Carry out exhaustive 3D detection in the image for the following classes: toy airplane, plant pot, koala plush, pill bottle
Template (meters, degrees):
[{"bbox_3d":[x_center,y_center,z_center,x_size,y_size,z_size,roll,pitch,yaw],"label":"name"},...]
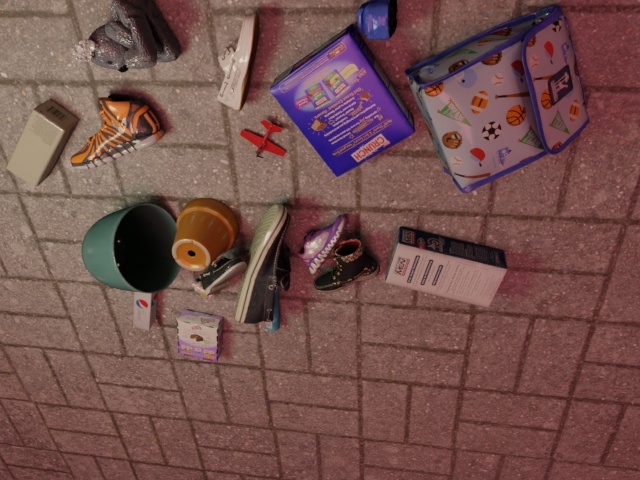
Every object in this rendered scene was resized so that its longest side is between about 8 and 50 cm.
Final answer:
[{"bbox_3d":[-0.163,-0.306,1.673,0.151,0.028,0.151,5,127,6],"label":"toy airplane"},{"bbox_3d":[-0.649,0.034,1.865,0.235,0.293,0.293,-5,125,31],"label":"plant pot"},{"bbox_3d":[-0.537,-0.538,1.496,0.221,0.196,0.203,-17,109,22],"label":"koala plush"},{"bbox_3d":[-0.435,0.178,2.063,0.083,0.043,0.043,34,124,-13],"label":"pill bottle"},{"bbox_3d":[-0.392,-0.005,1.834,0.205,0.188,0.205,5,126,7],"label":"plant pot"}]

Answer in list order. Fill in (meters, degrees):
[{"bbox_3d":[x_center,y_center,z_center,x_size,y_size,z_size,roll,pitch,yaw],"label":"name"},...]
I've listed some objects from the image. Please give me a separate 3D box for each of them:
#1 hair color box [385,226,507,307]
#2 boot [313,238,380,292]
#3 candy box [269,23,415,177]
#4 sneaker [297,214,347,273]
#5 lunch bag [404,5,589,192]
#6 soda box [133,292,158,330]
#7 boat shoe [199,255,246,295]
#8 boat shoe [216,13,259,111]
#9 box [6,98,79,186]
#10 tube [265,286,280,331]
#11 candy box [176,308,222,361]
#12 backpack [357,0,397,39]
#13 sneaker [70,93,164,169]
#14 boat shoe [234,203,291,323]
[{"bbox_3d":[0.398,0.086,1.794,0.347,0.105,0.174,13,126,1],"label":"hair color box"},{"bbox_3d":[0.061,0.082,1.838,0.236,0.085,0.178,-18,143,15],"label":"boot"},{"bbox_3d":[0.065,-0.371,1.525,0.268,0.122,0.317,-27,115,26],"label":"candy box"},{"bbox_3d":[0.000,0.000,1.828,0.104,0.095,0.236,39,122,6],"label":"sneaker"},{"bbox_3d":[0.459,-0.354,1.399,0.385,0.239,0.328,-24,118,7],"label":"lunch bag"},{"bbox_3d":[-0.669,0.242,2.136,0.069,0.074,0.216,16,127,0],"label":"soda box"},{"bbox_3d":[-0.346,0.106,1.908,0.302,0.114,0.091,-36,79,50],"label":"boat shoe"},{"bbox_3d":[-0.233,-0.486,1.516,0.096,0.098,0.277,18,128,-3],"label":"boat shoe"},{"bbox_3d":[-0.886,-0.306,1.776,0.113,0.094,0.275,38,124,-15],"label":"box"},{"bbox_3d":[-0.184,0.239,2.058,0.080,0.052,0.207,0,118,5],"label":"tube"},{"bbox_3d":[-0.473,0.374,2.194,0.165,0.070,0.196,12,127,3],"label":"candy box"},{"bbox_3d":[0.141,-0.547,1.384,0.101,0.120,0.098,-4,125,14],"label":"backpack"},{"bbox_3d":[-0.651,-0.342,1.702,0.321,0.124,0.180,-20,115,11],"label":"sneaker"},{"bbox_3d":[-0.169,0.091,1.867,0.156,0.187,0.500,13,125,-11],"label":"boat shoe"}]
